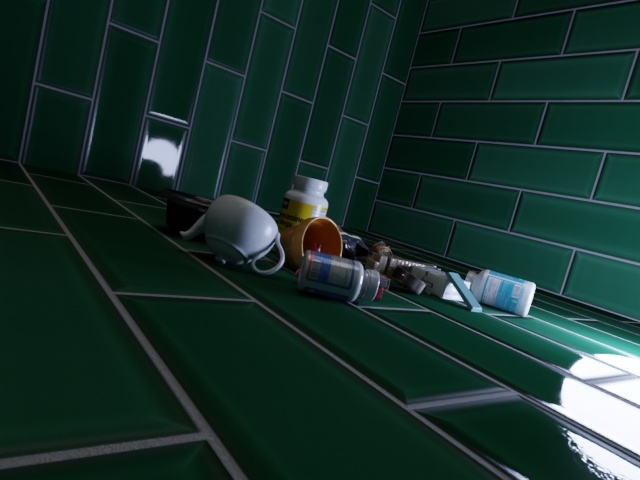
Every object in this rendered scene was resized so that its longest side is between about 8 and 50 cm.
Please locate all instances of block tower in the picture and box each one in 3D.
[{"bbox_3d":[0.372,0.130,2.056,0.336,0.090,0.097,11,7,-20],"label":"block tower"}]

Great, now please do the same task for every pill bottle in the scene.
[{"bbox_3d":[-0.077,-0.096,1.926,0.188,0.333,0.188,14,6,-1],"label":"pill bottle"},{"bbox_3d":[0.739,0.208,1.926,0.264,0.146,0.146,18,7,27],"label":"pill bottle"},{"bbox_3d":[0.052,0.110,1.346,0.222,0.124,0.124,14,6,-8],"label":"pill bottle"}]

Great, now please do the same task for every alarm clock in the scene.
[{"bbox_3d":[0.348,0.164,1.770,0.192,0.064,0.129,30,2,-23],"label":"alarm clock"}]

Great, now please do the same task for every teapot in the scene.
[{"bbox_3d":[-0.265,-0.007,1.458,0.256,0.187,0.252,-4,-38,50],"label":"teapot"}]

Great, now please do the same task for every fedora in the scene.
[{"bbox_3d":[-0.480,-0.092,1.815,0.334,0.152,0.334,17,4,-1],"label":"fedora"}]

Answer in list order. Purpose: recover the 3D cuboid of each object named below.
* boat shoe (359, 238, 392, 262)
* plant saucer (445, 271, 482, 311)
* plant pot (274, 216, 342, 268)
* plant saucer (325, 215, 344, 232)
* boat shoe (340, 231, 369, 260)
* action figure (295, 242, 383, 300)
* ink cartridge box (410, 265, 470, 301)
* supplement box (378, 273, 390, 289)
[{"bbox_3d":[0.289,0.064,2.305,0.123,0.123,0.342,9,8,-40],"label":"boat shoe"},{"bbox_3d":[0.551,0.194,1.776,0.067,0.018,0.192,10,39,-34],"label":"plant saucer"},{"bbox_3d":[-0.057,0.020,1.670,0.188,0.205,0.205,-1,-7,45],"label":"plant pot"},{"bbox_3d":[0.047,-0.027,2.363,0.278,0.041,0.277,37,26,-22],"label":"plant saucer"},{"bbox_3d":[0.123,0.046,2.139,0.113,0.127,0.340,43,16,25],"label":"boat shoe"},{"bbox_3d":[0.063,0.098,1.461,0.281,0.138,0.091,10,6,-15],"label":"action figure"},{"bbox_3d":[0.494,0.177,1.928,0.148,0.085,0.203,10,8,-33],"label":"ink cartridge box"},{"bbox_3d":[0.227,0.153,1.732,0.055,0.043,0.083,14,6,1],"label":"supplement box"}]
